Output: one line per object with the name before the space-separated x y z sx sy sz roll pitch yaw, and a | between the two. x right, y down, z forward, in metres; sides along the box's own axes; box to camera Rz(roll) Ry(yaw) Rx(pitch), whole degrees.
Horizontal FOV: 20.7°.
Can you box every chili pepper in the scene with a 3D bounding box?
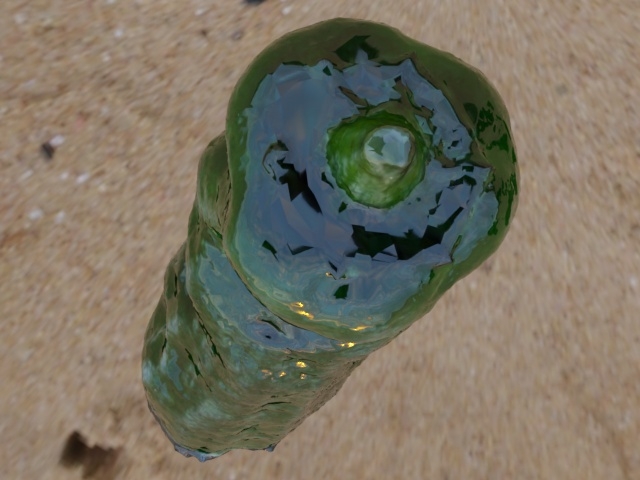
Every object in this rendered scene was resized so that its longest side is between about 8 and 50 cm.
chili pepper | 0.000 0.000 0.628 0.136 0.270 0.099 -36 82 -16
